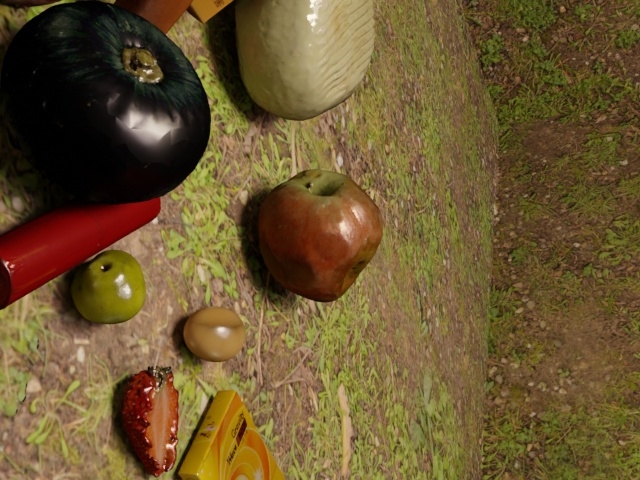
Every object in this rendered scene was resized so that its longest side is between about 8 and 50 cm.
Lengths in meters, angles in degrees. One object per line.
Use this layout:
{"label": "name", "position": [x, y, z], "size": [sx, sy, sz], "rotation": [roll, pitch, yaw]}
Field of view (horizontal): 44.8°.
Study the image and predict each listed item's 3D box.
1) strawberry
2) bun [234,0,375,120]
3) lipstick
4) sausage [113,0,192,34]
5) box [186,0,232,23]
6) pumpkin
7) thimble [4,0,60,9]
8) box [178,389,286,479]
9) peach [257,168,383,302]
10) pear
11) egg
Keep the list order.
{"label": "strawberry", "position": [-0.214, 0.226, 0.980], "size": [0.104, 0.048, 0.152], "rotation": [-32, 127, -71]}
{"label": "bun", "position": [-0.035, -0.380, 1.341], "size": [0.361, 0.213, 0.360], "rotation": [10, 90, -70]}
{"label": "lipstick", "position": [-0.279, -0.008, 0.869], "size": [0.279, 0.073, 0.073], "rotation": [-45, 124, -61]}
{"label": "sausage", "position": [-0.209, -0.297, 0.967], "size": [0.076, 0.197, 0.076], "rotation": [30, 40, -29]}
{"label": "box", "position": [-0.120, -0.467, 1.112], "size": [0.076, 0.274, 0.174], "rotation": [48, -4, 48]}
{"label": "pumpkin", "position": [-0.233, -0.149, 0.853], "size": [0.233, 0.163, 0.233], "rotation": [26, 49, -35]}
{"label": "thimble", "position": [-0.287, -0.383, 0.840], "size": [0.239, 0.162, 0.239], "rotation": [-6, 90, -66]}
{"label": "box", "position": [-0.116, 0.369, 1.156], "size": [0.152, 0.044, 0.269], "rotation": [-67, 143, -49]}
{"label": "peach", "position": [0.000, 0.000, 1.325], "size": [0.214, 0.214, 0.235], "rotation": [-69, 163, -47]}
{"label": "pear", "position": [-0.247, 0.060, 0.909], "size": [0.092, 0.092, 0.096], "rotation": [-70, 161, -45]}
{"label": "egg", "position": [-0.151, 0.132, 1.098], "size": [0.096, 0.080, 0.080], "rotation": [21, 65, -68]}
